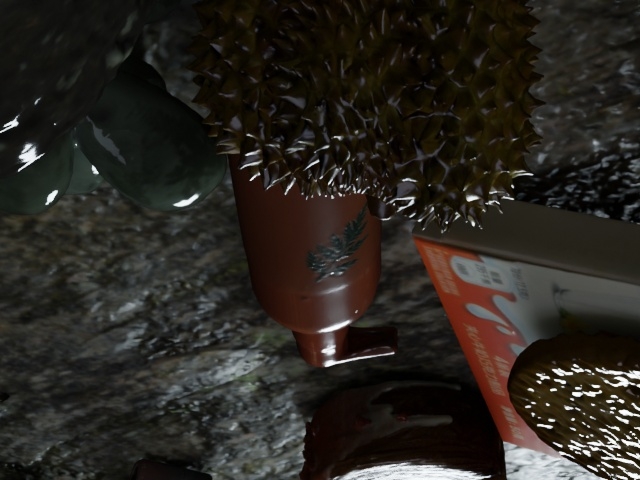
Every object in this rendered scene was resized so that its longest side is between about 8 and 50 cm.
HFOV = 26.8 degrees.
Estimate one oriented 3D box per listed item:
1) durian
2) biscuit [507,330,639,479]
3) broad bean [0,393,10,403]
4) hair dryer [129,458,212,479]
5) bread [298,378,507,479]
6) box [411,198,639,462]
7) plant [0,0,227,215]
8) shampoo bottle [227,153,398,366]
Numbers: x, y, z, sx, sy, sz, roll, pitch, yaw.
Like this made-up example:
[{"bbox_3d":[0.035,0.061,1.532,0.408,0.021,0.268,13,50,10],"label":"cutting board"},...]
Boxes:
[{"bbox_3d":[0.019,-0.085,0.594,0.158,0.168,0.137,-3,177,12],"label":"durian"},{"bbox_3d":[0.202,0.109,0.797,0.188,0.027,0.188,20,153,11],"label":"biscuit"},{"bbox_3d":[-0.366,0.201,1.087,0.075,0.067,0.325,19,144,-36],"label":"broad bean"},{"bbox_3d":[-0.139,0.219,1.136,0.063,0.037,0.114,17,149,-17],"label":"hair dryer"},{"bbox_3d":[0.063,0.166,1.014,0.160,0.073,0.160,0,148,0],"label":"bread"},{"bbox_3d":[0.211,0.082,0.826,0.265,0.048,0.273,12,150,29],"label":"box"},{"bbox_3d":[-0.137,-0.096,0.603,0.146,0.149,0.274,38,172,20],"label":"plant"},{"bbox_3d":[-0.002,0.000,0.777,0.085,0.085,0.244,-2,145,5],"label":"shampoo bottle"}]
